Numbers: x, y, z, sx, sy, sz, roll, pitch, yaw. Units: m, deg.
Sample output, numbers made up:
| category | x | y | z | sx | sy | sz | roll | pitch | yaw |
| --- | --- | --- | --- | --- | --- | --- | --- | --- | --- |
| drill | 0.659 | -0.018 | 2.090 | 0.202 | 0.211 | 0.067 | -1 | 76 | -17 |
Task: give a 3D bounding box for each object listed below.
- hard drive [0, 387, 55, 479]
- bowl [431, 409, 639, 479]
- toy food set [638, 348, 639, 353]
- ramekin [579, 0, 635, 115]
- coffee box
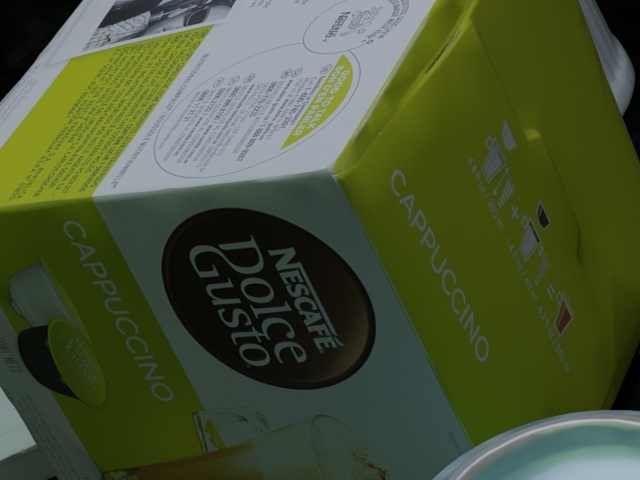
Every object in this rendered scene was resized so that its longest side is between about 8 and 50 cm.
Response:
| category | x | y | z | sx | sy | sz | roll | pitch | yaw |
| --- | --- | --- | --- | --- | --- | --- | --- | --- | --- |
| hard drive | -0.187 | 0.061 | 1.631 | 0.203 | 0.040 | 0.307 | -25 | 35 | 16 |
| bowl | 0.149 | 0.206 | 1.021 | 0.311 | 0.163 | 0.311 | -9 | 40 | 7 |
| toy food set | 0.296 | 0.020 | 1.323 | 0.132 | 0.038 | 0.192 | -53 | 4 | -30 |
| ramekin | 0.114 | -0.150 | 1.674 | 0.277 | 0.135 | 0.277 | -19 | 32 | 12 |
| coffee box | 0.000 | 0.000 | 1.333 | 0.334 | 0.338 | 0.338 | -5 | 36 | 33 |
